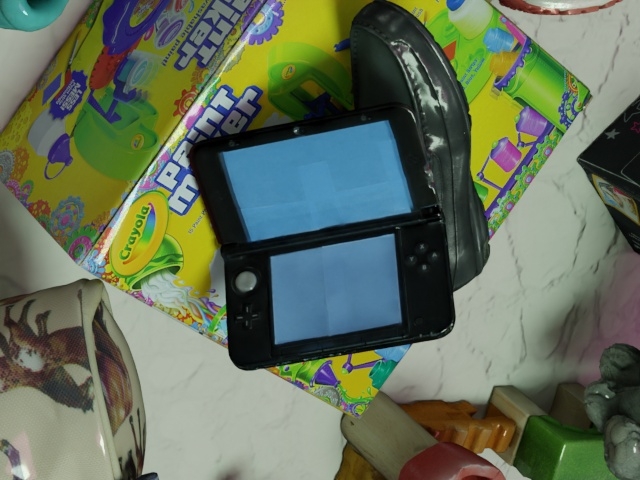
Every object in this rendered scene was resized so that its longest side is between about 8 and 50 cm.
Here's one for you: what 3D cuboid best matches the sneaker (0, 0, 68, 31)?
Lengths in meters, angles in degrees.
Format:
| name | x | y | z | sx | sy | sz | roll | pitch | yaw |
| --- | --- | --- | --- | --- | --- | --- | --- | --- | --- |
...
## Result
| name | x | y | z | sx | sy | sz | roll | pitch | yaw |
| --- | --- | --- | --- | --- | --- | --- | --- | --- | --- |
| sneaker | -0.121 | -0.239 | 1.057 | 0.275 | 0.110 | 0.107 | -51 | 130 | -1 |

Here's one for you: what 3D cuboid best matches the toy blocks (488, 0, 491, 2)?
| name | x | y | z | sx | sy | sz | roll | pitch | yaw |
| --- | --- | --- | --- | --- | --- | --- | --- | --- | --- |
| toy blocks | 0.096 | -0.255 | 1.228 | 0.148 | 0.054 | 0.123 | 33 | 93 | -40 |

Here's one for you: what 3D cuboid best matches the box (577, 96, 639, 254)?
| name | x | y | z | sx | sy | sz | roll | pitch | yaw |
| --- | --- | --- | --- | --- | --- | --- | --- | --- | --- |
| box | 0.379 | -0.081 | 1.437 | 0.247 | 0.163 | 0.142 | -44 | 128 | -5 |

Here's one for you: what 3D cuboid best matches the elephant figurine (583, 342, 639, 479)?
| name | x | y | z | sx | sy | sz | roll | pitch | yaw |
| --- | --- | --- | --- | --- | --- | --- | --- | --- | --- |
| elephant figurine | 0.334 | 0.106 | 1.336 | 0.186 | 0.169 | 0.239 | 13 | 143 | -28 |

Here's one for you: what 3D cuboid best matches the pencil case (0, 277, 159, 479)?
| name | x | y | z | sx | sy | sz | roll | pitch | yaw |
| --- | --- | --- | --- | --- | --- | --- | --- | --- | --- |
| pencil case | -0.307 | 0.161 | 1.052 | 0.410 | 0.160 | 0.184 | -16 | 102 | -6 |

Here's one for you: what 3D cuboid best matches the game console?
| name | x | y | z | sx | sy | sz | roll | pitch | yaw |
| --- | --- | --- | --- | --- | --- | --- | --- | --- | --- |
| game console | 0.000 | 0.000 | 1.016 | 0.144 | 0.124 | 0.085 | -10 | 152 | 13 |

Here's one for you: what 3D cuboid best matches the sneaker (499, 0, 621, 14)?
| name | x | y | z | sx | sy | sz | roll | pitch | yaw |
| --- | --- | --- | --- | --- | --- | --- | --- | --- | --- |
| sneaker | 0.222 | -0.246 | 1.309 | 0.225 | 0.088 | 0.093 | -35 | 118 | -21 |

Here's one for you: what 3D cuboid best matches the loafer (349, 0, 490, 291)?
| name | x | y | z | sx | sy | sz | roll | pitch | yaw |
| --- | --- | --- | --- | --- | --- | --- | --- | --- | --- |
| loafer | 0.053 | -0.048 | 1.065 | 0.078 | 0.076 | 0.223 | -35 | 132 | -22 |

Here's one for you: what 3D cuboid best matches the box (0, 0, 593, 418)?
| name | x | y | z | sx | sy | sz | roll | pitch | yaw |
| --- | --- | --- | --- | --- | --- | --- | --- | --- | --- |
| box | -0.019 | -0.079 | 1.166 | 0.279 | 0.177 | 0.290 | 33 | 94 | -40 |

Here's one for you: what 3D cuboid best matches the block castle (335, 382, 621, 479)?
| name | x | y | z | sx | sy | sz | roll | pitch | yaw |
| --- | --- | --- | --- | --- | --- | --- | --- | --- | --- |
| block castle | 0.217 | 0.298 | 1.502 | 0.453 | 0.213 | 0.303 | 1 | 113 | -34 |
